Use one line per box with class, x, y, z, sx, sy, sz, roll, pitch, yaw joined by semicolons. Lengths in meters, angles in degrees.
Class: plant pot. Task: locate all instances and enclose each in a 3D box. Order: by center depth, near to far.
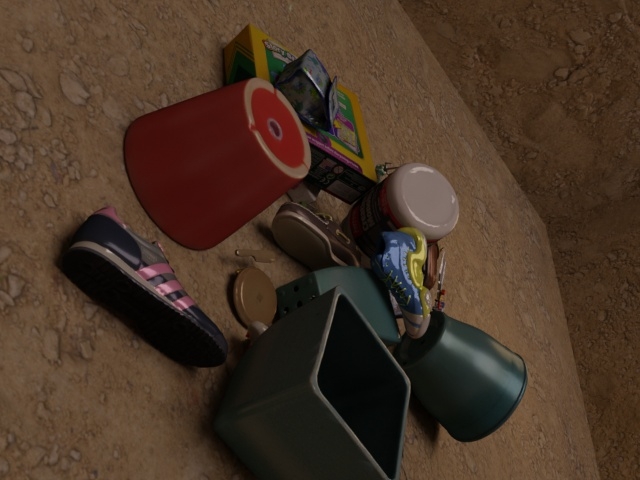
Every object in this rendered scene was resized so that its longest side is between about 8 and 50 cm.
plant pot;-0.027;0.273;1.291;0.247;0.252;0.248;54;29;-22
plant pot;-0.169;-0.151;1.393;0.275;0.243;0.275;42;35;-39
plant pot;0.022;0.147;1.604;0.234;0.166;0.165;19;52;-53
plant pot;0.331;0.321;1.951;0.255;0.272;0.271;40;33;-17

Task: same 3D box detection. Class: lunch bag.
lunch bag;-0.014;-0.319;1.686;0.151;0.096;0.129;52;27;-21

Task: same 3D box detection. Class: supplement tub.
supplement tub;0.179;-0.046;1.842;0.191;0.272;0.191;14;60;-25

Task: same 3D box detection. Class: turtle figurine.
turtle figurine;0.185;-0.118;2.076;0.175;0.118;0.234;51;-11;-8

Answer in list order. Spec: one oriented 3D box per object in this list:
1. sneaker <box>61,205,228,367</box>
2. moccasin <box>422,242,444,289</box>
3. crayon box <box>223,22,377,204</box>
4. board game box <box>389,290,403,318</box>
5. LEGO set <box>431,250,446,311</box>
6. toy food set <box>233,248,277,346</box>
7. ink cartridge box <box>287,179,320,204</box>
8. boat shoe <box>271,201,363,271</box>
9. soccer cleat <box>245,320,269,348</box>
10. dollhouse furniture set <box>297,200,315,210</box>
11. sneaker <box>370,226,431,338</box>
sneaker;-0.247;0.072;1.206;0.319;0.112;0.131;49;33;-33
moccasin;0.286;0.007;2.267;0.147;0.139;0.380;37;27;-31
crayon box;-0.047;-0.290;1.803;0.363;0.106;0.313;27;39;-37
board game box;0.157;0.080;1.969;0.165;0.042;0.243;-3;69;-34
LEGO set;0.341;0.175;2.180;0.182;0.060;0.244;78;25;-62
toy food set;-0.128;0.113;1.493;0.132;0.038;0.192;9;72;-54
ink cartridge box;-0.055;-0.151;1.826;0.122;0.052;0.088;57;27;-18
boat shoe;0.000;0.000;1.715;0.324;0.117;0.096;44;48;-46
soccer cleat;-0.073;0.210;1.436;0.076;0.068;0.196;-42;124;-22
dollhouse furniture set;-0.021;-0.036;1.787;0.152;0.058;0.076;37;38;-45
sneaker;0.161;0.087;1.646;0.126;0.091;0.240;5;72;-19
